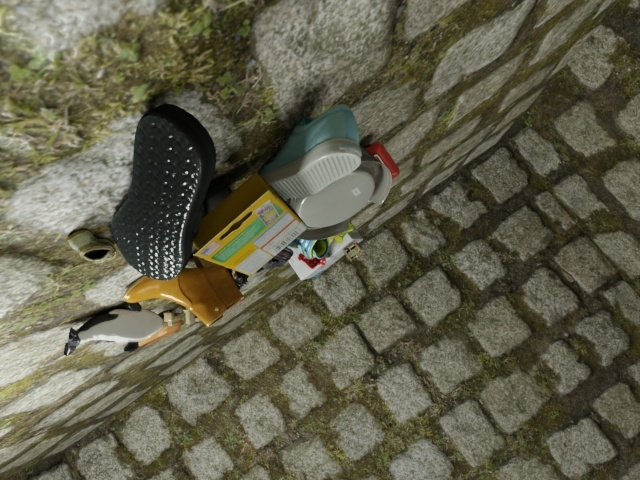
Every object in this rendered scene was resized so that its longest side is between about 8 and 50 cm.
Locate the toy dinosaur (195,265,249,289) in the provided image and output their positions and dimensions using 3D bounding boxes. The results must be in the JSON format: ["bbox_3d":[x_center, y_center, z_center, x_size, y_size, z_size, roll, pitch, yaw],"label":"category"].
[{"bbox_3d":[-0.293,0.077,1.461,0.322,0.164,0.218,-62,175,30],"label":"toy dinosaur"}]

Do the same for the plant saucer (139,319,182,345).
[{"bbox_3d":[-0.639,0.369,1.707,0.199,0.037,0.200,-24,173,-3],"label":"plant saucer"}]

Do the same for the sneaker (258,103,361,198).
[{"bbox_3d":[-0.038,-0.200,1.012,0.135,0.150,0.365,15,160,-40],"label":"sneaker"}]

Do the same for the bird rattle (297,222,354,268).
[{"bbox_3d":[-0.006,-0.023,1.631,0.253,0.207,0.143,-43,162,27],"label":"bird rattle"}]

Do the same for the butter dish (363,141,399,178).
[{"bbox_3d":[0.155,-0.252,1.437,0.160,0.118,0.160,-34,127,14],"label":"butter dish"}]

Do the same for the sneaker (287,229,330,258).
[{"bbox_3d":[-0.081,0.008,1.536,0.127,0.208,0.319,-30,168,-35],"label":"sneaker"}]

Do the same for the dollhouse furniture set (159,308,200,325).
[{"bbox_3d":[-0.536,0.248,1.636,0.151,0.124,0.144,-2,-179,21],"label":"dollhouse furniture set"}]

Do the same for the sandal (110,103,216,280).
[{"bbox_3d":[-0.273,-0.063,0.798,0.446,0.167,0.107,-47,-178,46],"label":"sandal"}]

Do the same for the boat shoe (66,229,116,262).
[{"bbox_3d":[-0.452,0.023,0.872,0.056,0.048,0.153,-33,169,-14],"label":"boat shoe"}]

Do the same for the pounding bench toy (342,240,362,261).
[{"bbox_3d":[0.130,0.043,1.706,0.065,0.052,0.083,-37,168,-3],"label":"pounding bench toy"}]

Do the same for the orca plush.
[{"bbox_3d":[-0.619,0.268,1.280,0.102,0.151,0.287,-5,-168,35],"label":"orca plush"}]

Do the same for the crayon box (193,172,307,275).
[{"bbox_3d":[-0.165,-0.031,1.005,0.203,0.083,0.323,-40,164,1],"label":"crayon box"}]

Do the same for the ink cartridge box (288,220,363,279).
[{"bbox_3d":[0.000,0.000,1.779,0.270,0.197,0.198,-39,168,14],"label":"ink cartridge box"}]

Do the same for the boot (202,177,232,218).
[{"bbox_3d":[-0.262,-0.060,1.049,0.137,0.077,0.198,-38,169,-19],"label":"boot"}]

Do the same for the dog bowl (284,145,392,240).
[{"bbox_3d":[0.036,-0.145,1.291,0.348,0.102,0.349,-21,152,-12],"label":"dog bowl"}]

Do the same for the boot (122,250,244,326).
[{"bbox_3d":[-0.387,0.165,1.249,0.295,0.211,0.104,-30,167,-29],"label":"boot"}]

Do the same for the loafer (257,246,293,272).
[{"bbox_3d":[-0.180,0.071,1.534,0.302,0.109,0.095,-11,-122,65],"label":"loafer"}]
